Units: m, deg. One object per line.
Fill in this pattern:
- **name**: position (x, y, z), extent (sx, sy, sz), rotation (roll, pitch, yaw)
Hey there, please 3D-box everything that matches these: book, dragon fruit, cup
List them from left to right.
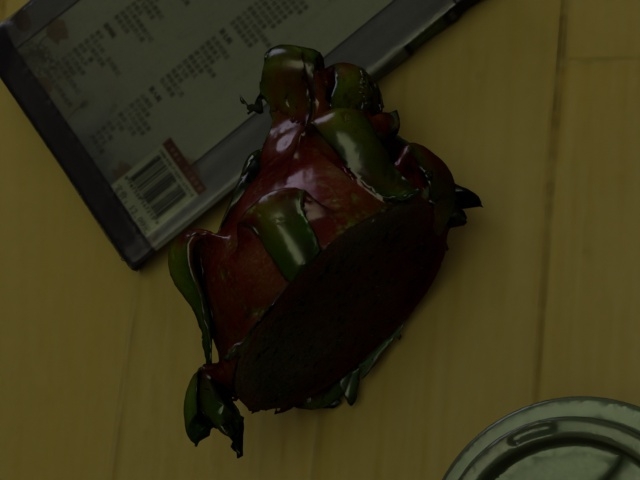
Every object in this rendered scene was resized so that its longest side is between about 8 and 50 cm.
- **book**: position (-0.042, -0.113, 0.866), extent (0.231, 0.026, 0.157), rotation (-38, 69, 6)
- **dragon fruit**: position (0.000, 0.000, 0.777), extent (0.142, 0.138, 0.175), rotation (-2, 56, -17)
- **cup**: position (0.107, 0.126, 0.681), extent (0.120, 0.141, 0.120), rotation (-4, 76, 15)
